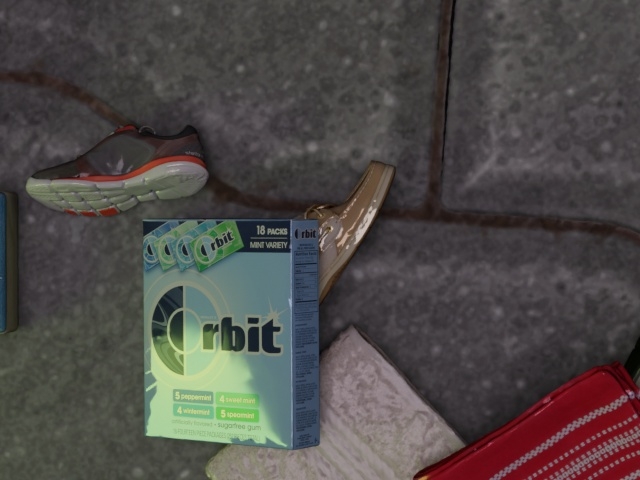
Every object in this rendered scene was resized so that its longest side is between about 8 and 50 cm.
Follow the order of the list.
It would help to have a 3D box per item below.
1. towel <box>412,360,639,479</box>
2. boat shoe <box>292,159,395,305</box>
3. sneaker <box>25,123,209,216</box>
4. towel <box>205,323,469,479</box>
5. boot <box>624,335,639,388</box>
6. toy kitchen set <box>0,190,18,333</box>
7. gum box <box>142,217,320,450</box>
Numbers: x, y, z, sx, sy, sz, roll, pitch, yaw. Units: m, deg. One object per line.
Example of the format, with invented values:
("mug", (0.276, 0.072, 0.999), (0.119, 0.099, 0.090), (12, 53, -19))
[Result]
("towel", (0.223, 0.249, 1.345), (0.199, 0.031, 0.275), (-33, 96, 17))
("boat shoe", (0.000, 0.000, 1.409), (0.059, 0.063, 0.170), (33, 95, -1))
("sneaker", (-0.171, -0.064, 1.441), (0.158, 0.061, 0.065), (-7, 64, 6))
("towel", (0.056, 0.233, 1.416), (0.187, 0.049, 0.282), (-44, 86, 5))
("boot", (0.324, 0.151, 1.367), (0.179, 0.085, 0.236), (25, 100, 3))
("toy kitchen set", (-0.372, 0.020, 1.400), (0.207, 0.166, 0.122), (-1, 91, 7))
("gum box", (-0.075, 0.074, 1.398), (0.157, 0.041, 0.184), (1, 91, 35))
